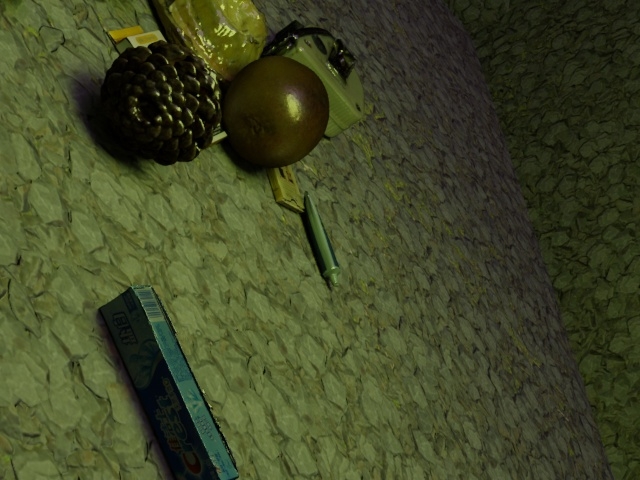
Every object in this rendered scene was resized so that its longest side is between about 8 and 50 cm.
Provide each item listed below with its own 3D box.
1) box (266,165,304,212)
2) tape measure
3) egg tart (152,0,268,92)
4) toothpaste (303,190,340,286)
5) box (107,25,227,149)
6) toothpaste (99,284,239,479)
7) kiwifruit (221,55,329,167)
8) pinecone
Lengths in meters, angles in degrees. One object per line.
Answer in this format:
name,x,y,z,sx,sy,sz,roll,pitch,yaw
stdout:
box,-0.074,-0.122,2.067,0.073,0.020,0.149,29,36,-52
tape measure,-0.012,-0.386,2.391,0.271,0.133,0.231,43,27,-27
egg tart,-0.196,-0.413,2.064,0.290,0.115,0.290,43,27,-29
toothpaste,0.000,0.000,2.044,0.057,0.034,0.197,99,-25,-62
box,-0.256,-0.261,1.847,0.247,0.033,0.129,57,23,-5
toothpaste,-0.190,0.189,1.373,0.272,0.066,0.053,63,22,12
kiwifruit,-0.077,-0.235,1.980,0.196,0.196,0.234,56,20,-5
pinecone,-0.235,-0.205,1.650,0.204,0.179,0.184,-9,91,-84
